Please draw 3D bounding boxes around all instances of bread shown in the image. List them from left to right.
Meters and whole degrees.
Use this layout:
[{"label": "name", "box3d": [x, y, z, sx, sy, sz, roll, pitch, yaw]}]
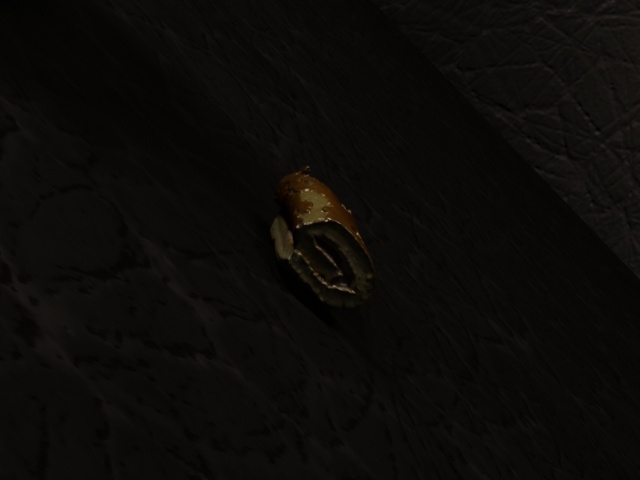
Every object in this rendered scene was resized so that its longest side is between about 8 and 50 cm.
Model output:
[{"label": "bread", "box3d": [0.000, 0.000, 0.802, 0.047, 0.036, 0.083, 50, 7, -16]}]
